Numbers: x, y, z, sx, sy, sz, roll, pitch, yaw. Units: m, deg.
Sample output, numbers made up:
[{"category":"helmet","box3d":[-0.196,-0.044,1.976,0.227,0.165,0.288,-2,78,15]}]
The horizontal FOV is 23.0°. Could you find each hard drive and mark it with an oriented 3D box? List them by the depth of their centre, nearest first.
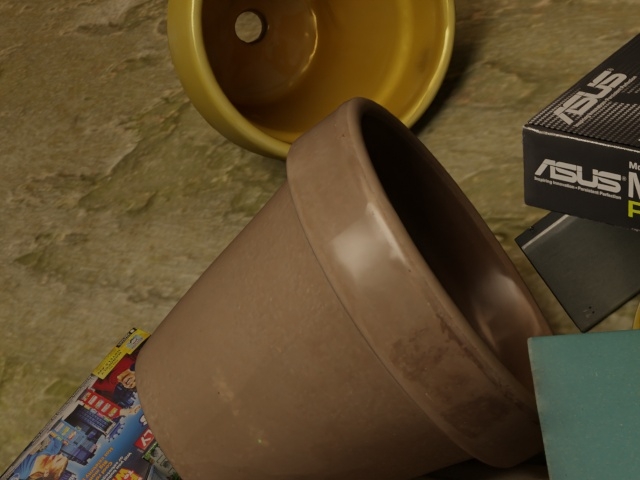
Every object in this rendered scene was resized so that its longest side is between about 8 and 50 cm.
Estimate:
[{"category":"hard drive","box3d":[0.215,-0.008,1.110,0.135,0.094,0.022,-37,32,4]}]

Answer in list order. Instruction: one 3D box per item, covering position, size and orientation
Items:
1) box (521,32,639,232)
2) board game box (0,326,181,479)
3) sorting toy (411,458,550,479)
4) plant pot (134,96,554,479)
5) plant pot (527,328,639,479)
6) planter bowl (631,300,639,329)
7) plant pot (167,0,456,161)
[{"category":"box","box3d":[0.288,-0.080,1.015,0.216,0.060,0.270,17,36,33]},{"category":"board game box","box3d":[-0.153,0.181,1.281,0.194,0.060,0.194,-49,35,-15]},{"category":"sorting toy","box3d":[0.070,0.222,1.026,0.347,0.047,0.196,2,44,42]},{"category":"plant pot","box3d":[0.009,0.074,1.041,0.229,0.263,0.263,-36,33,14]},{"category":"plant pot","box3d":[0.242,0.142,0.822,0.234,0.166,0.165,-11,36,7]},{"category":"planter bowl","box3d":[0.278,0.031,1.008,0.217,0.090,0.217,-26,36,21]},{"category":"plant pot","box3d":[-0.036,-0.202,1.476,0.254,0.254,0.239,-47,19,-11]}]
